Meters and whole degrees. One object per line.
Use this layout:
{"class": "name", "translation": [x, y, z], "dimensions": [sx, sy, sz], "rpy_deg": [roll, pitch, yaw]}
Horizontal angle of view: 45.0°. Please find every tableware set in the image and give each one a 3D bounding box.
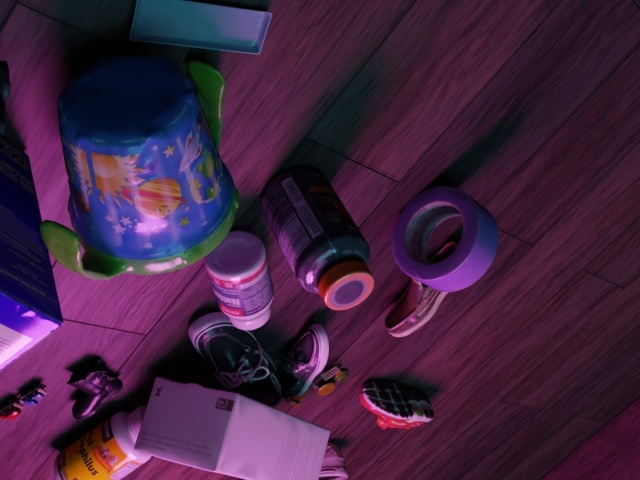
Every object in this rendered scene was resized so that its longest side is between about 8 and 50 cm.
{"class": "tableware set", "translation": [-0.009, 0.342, 1.819], "dimensions": [0.154, 0.024, 0.104], "rpy_deg": [-35, 144, 4]}

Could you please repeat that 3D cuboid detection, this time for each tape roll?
{"class": "tape roll", "translation": [0.235, -0.003, 1.468], "dimensions": [0.189, 0.189, 0.080], "rpy_deg": [-44, 139, 16]}

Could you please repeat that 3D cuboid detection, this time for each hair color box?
{"class": "hair color box", "translation": [-0.443, 0.017, 0.956], "dimensions": [0.185, 0.339, 0.110], "rpy_deg": [-36, 139, 8]}

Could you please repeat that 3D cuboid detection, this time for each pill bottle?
{"class": "pill bottle", "translation": [-0.140, 0.078, 1.388], "dimensions": [0.108, 0.108, 0.180], "rpy_deg": [-21, 139, -11]}
{"class": "pill bottle", "translation": [0.000, 0.000, 1.282], "dimensions": [0.130, 0.245, 0.130], "rpy_deg": [-17, 139, -15]}
{"class": "pill bottle", "translation": [-0.428, 0.431, 1.580], "dimensions": [0.215, 0.117, 0.117], "rpy_deg": [-36, 140, 6]}

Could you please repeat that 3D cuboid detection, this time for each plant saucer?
{"class": "plant saucer", "translation": [-0.162, -0.295, 1.051], "dimensions": [0.192, 0.018, 0.067], "rpy_deg": [-1, 133, -30]}

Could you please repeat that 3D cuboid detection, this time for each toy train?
{"class": "toy train", "translation": [-0.574, 0.314, 1.429], "dimensions": [0.158, 0.036, 0.027], "rpy_deg": [-33, 141, 3]}

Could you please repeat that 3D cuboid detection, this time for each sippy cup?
{"class": "sippy cup", "translation": [-0.235, -0.110, 1.013], "dimensions": [0.240, 0.305, 0.224], "rpy_deg": [-7, 144, -5]}

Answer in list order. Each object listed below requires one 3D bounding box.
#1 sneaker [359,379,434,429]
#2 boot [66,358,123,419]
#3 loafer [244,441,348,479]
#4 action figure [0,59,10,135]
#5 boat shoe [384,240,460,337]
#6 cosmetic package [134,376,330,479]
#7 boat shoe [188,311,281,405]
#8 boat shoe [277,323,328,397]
{"class": "sneaker", "translation": [0.183, 0.441, 1.980], "dimensions": [0.118, 0.107, 0.279], "rpy_deg": [-38, 139, 24]}
{"class": "boot", "translation": [-0.445, 0.283, 1.470], "dimensions": [0.121, 0.045, 0.099], "rpy_deg": [-37, 143, -3]}
{"class": "loafer", "translation": [-0.082, 0.637, 2.013], "dimensions": [0.319, 0.111, 0.112], "rpy_deg": [-24, 140, -7]}
{"class": "action figure", "translation": [-0.517, -0.181, 0.896], "dimensions": [0.285, 0.099, 0.185], "rpy_deg": [0, 138, -27]}
{"class": "boat shoe", "translation": [0.221, 0.096, 1.656], "dimensions": [0.257, 0.095, 0.095], "rpy_deg": [-47, 124, 10]}
{"class": "cosmetic package", "translation": [-0.168, 0.410, 1.596], "dimensions": [0.217, 0.156, 0.385], "rpy_deg": [3, 161, 33]}
{"class": "boat shoe", "translation": [-0.163, 0.252, 1.561], "dimensions": [0.113, 0.105, 0.306], "rpy_deg": [-28, 141, -2]}
{"class": "boat shoe", "translation": [-0.051, 0.268, 1.671], "dimensions": [0.076, 0.080, 0.228], "rpy_deg": [-11, 145, -34]}
